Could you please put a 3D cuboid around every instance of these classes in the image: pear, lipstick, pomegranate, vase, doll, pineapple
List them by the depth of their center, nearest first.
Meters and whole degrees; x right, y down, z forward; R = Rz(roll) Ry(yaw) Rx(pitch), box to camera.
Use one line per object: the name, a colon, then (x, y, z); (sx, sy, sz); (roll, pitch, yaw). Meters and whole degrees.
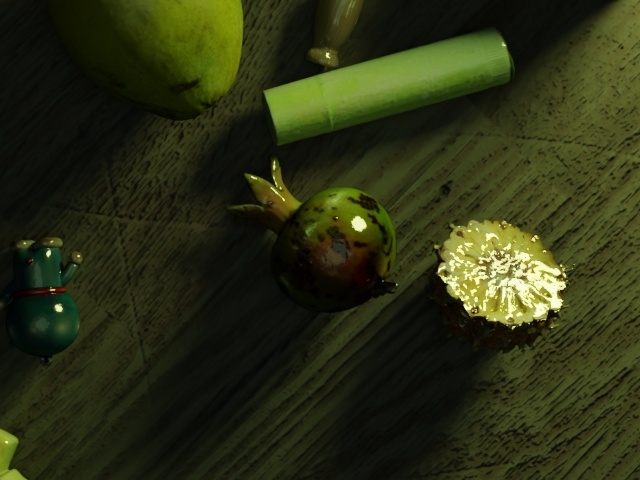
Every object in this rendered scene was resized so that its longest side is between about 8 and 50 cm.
pear: (-0.195, -0.261, 1.388); (0.212, 0.212, 0.269); (-38, 108, -1)
pomegranate: (-0.007, -0.008, 1.473); (0.220, 0.156, 0.156); (40, 91, -6)
doll: (-0.331, 0.073, 1.478); (0.114, 0.085, 0.152); (-8, 87, 9)
vase: (0.016, -0.259, 1.490); (0.053, 0.053, 0.101); (17, 99, -9)
lipstick: (0.083, -0.186, 1.496); (0.304, 0.076, 0.076); (-15, 99, -5)
pineapple: (0.208, 0.077, 1.532); (0.176, 0.137, 0.161); (13, 52, -3)

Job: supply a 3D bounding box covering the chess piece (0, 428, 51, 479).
chess piece: (-0.442, 0.253, 1.467); (0.175, 0.176, 0.298); (-37, 87, -1)
